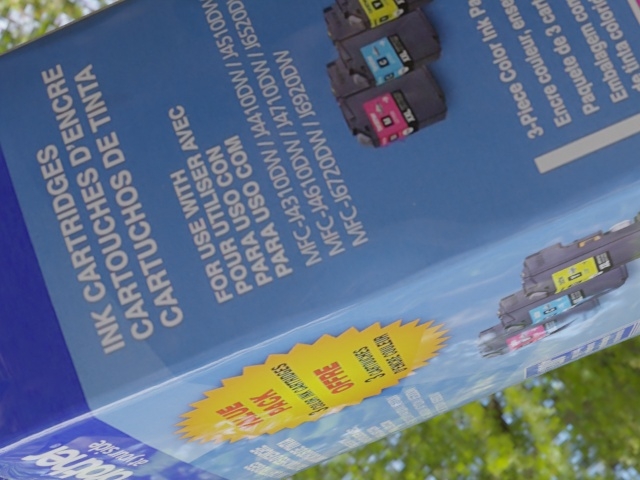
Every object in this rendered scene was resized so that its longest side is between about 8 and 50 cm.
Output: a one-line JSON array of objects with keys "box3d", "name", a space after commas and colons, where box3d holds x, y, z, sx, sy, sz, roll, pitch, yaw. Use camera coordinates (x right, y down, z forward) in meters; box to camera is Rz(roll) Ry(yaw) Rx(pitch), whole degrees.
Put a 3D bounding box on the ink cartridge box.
[{"box3d": [0.000, 0.000, 0.534, 0.270, 0.395, 0.151, 57, -168, -70], "name": "ink cartridge box"}]
